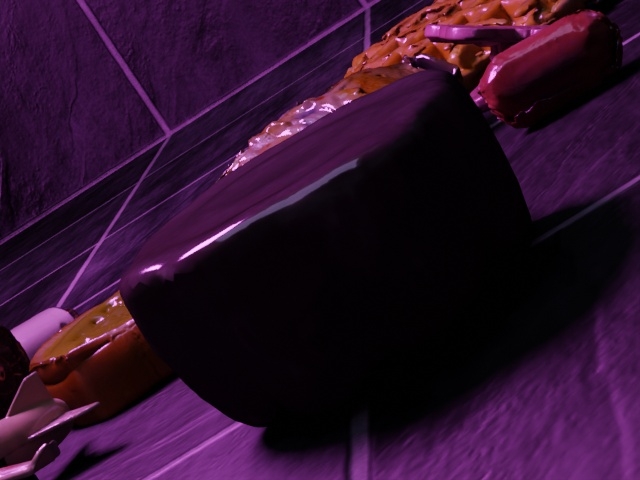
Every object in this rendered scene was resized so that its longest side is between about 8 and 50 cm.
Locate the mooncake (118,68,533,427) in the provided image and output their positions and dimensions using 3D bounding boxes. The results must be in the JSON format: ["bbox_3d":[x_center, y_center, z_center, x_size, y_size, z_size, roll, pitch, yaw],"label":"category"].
[{"bbox_3d":[0.013,0.004,1.259,0.306,0.154,0.306,-33,11,7],"label":"mooncake"}]

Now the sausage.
[{"bbox_3d":[0.212,-0.157,1.622,0.141,0.076,0.076,-32,10,16],"label":"sausage"}]

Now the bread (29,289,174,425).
[{"bbox_3d":[-0.169,0.085,1.681,0.236,0.070,0.236,-31,10,6],"label":"bread"}]

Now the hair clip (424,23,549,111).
[{"bbox_3d":[0.193,-0.212,1.857,0.138,0.102,0.123,-33,13,-1],"label":"hair clip"}]

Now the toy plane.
[{"bbox_3d":[-0.296,0.202,1.466,0.244,0.092,0.229,-39,13,-23],"label":"toy plane"}]

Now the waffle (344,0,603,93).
[{"bbox_3d":[0.187,-0.247,2.101,0.379,0.095,0.382,-31,12,5],"label":"waffle"}]

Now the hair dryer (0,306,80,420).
[{"bbox_3d":[-0.347,0.142,1.883,0.203,0.128,0.362,-30,3,27],"label":"hair dryer"}]

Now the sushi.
[{"bbox_3d":[0.027,-0.078,1.724,0.291,0.131,0.139,-30,31,-22],"label":"sushi"}]
